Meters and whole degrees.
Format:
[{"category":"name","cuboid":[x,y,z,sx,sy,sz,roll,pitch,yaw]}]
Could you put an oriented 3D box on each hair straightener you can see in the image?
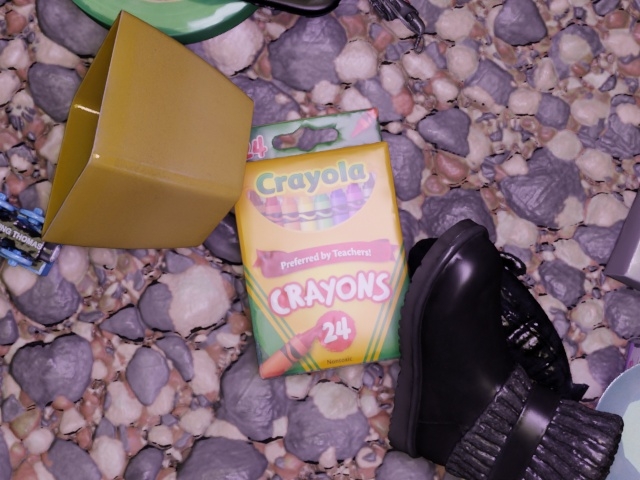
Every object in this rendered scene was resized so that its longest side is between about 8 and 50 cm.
[{"category":"hair straightener","cuboid":[0.052,-0.322,1.602,0.047,0.089,0.230,-37,95,26]}]

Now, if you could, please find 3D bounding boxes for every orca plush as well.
[{"category":"orca plush","cuboid":[0.220,0.111,1.584,0.151,0.102,0.287,-30,90,-1]}]

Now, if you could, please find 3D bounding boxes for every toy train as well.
[{"category":"toy train","cuboid":[-0.401,-0.020,1.578,0.184,0.105,0.080,26,82,-1]}]

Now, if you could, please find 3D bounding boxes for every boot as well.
[{"category":"boot","cuboid":[0.226,0.163,1.477,0.260,0.131,0.348,26,130,29]}]

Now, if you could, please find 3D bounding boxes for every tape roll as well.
[{"category":"tape roll","cuboid":[-0.192,-0.407,1.603,0.321,0.077,0.321,0,88,-1]}]

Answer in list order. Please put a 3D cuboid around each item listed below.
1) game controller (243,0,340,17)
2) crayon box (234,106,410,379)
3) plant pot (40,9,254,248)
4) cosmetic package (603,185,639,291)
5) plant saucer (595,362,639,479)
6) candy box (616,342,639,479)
[{"category":"game controller","cuboid":[-0.114,-0.375,1.532,0.319,0.067,0.166,14,89,-1]},{"category":"crayon box","cuboid":[0.000,0.000,1.595,0.202,0.081,0.318,-10,89,0]},{"category":"plant pot","cuboid":[-0.196,-0.105,1.517,0.187,0.212,0.212,18,57,-20]},{"category":"cosmetic package","cuboid":[0.460,-0.039,1.591,0.127,0.107,0.238,21,86,-3]},{"category":"plant saucer","cuboid":[0.418,0.235,1.545,0.195,0.037,0.195,0,90,0]},{"category":"candy box","cuboid":[0.468,0.230,1.601,0.196,0.070,0.165,15,89,-1]}]
